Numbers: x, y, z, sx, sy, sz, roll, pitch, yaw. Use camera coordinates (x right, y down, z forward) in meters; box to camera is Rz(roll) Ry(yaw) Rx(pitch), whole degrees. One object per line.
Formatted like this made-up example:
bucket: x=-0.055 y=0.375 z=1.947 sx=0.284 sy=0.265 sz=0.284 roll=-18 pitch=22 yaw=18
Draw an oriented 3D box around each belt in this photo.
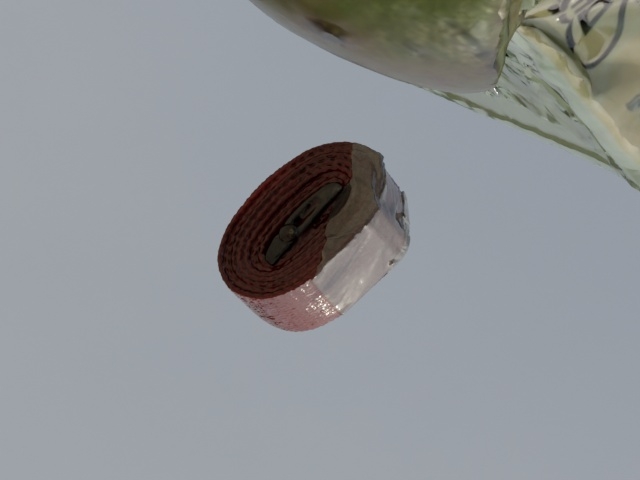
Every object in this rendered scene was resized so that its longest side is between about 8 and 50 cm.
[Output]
belt: x=0.000 y=0.000 z=1.896 sx=0.201 sy=0.124 sz=0.128 roll=-43 pitch=-122 yaw=-3

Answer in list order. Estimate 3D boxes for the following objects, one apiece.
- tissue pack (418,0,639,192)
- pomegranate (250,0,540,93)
tissue pack: x=0.156 y=-0.272 z=1.039 sx=0.405 sy=0.205 sz=0.332 roll=-55 pitch=-142 yaw=-3
pomegranate: x=0.041 y=-0.234 z=0.680 sx=0.310 sy=0.216 sz=0.358 roll=-62 pitch=-168 yaw=20
